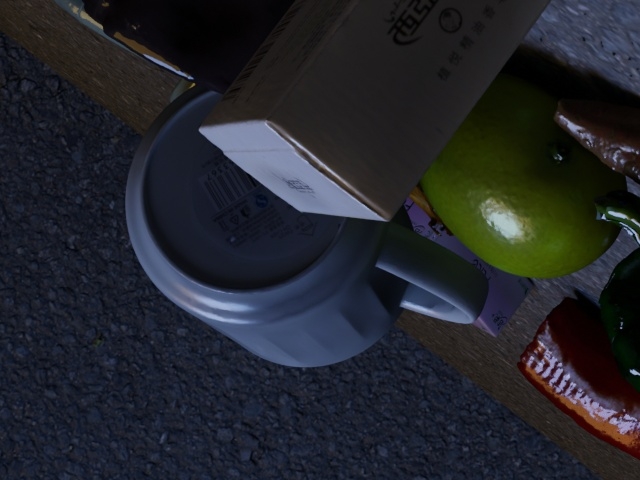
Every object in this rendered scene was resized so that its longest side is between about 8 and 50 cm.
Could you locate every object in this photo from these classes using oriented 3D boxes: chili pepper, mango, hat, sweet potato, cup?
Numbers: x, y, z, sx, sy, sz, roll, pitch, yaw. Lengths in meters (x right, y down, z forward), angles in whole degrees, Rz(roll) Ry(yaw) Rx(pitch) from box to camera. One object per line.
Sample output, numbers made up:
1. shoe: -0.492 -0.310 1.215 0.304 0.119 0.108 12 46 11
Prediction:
1. chili pepper: 0.407 0.209 1.957 0.338 0.131 0.134 33 180 17
2. mango: 0.161 -0.067 1.418 0.185 0.149 0.273 45 -179 -32
3. hat: -0.011 -0.238 1.294 0.336 0.209 0.238 12 -135 -42
4. sweet potato: 0.292 -0.057 1.237 0.255 0.058 0.078 25 143 43
5. chili pepper: 0.310 0.059 1.312 0.174 0.165 0.261 -12 145 37
6. cup: 0.000 0.000 1.519 0.323 0.236 0.327 18 171 12

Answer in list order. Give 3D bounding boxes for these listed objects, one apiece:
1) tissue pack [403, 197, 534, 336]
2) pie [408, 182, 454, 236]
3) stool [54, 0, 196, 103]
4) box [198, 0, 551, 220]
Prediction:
1. tissue pack: 0.156 0.010 2.056 0.148 0.092 0.246 29 167 42
2. pie: 0.058 -0.135 1.676 0.315 0.092 0.315 43 178 2
3. stool: -0.134 -0.253 1.521 0.199 0.195 0.195 43 172 -7
4. box: 0.050 -0.144 1.067 0.111 0.260 0.194 41 172 -15
